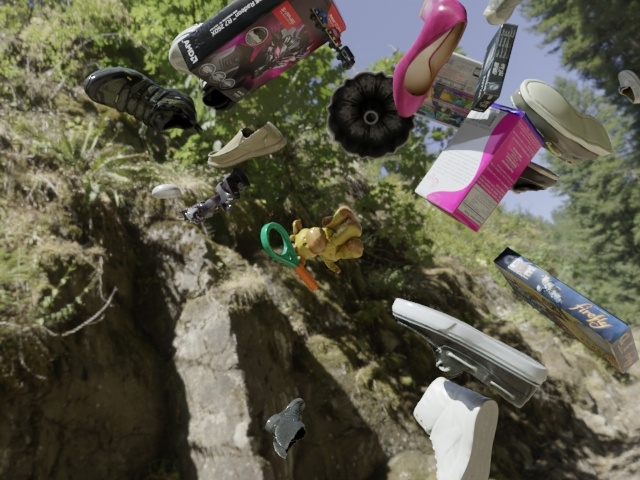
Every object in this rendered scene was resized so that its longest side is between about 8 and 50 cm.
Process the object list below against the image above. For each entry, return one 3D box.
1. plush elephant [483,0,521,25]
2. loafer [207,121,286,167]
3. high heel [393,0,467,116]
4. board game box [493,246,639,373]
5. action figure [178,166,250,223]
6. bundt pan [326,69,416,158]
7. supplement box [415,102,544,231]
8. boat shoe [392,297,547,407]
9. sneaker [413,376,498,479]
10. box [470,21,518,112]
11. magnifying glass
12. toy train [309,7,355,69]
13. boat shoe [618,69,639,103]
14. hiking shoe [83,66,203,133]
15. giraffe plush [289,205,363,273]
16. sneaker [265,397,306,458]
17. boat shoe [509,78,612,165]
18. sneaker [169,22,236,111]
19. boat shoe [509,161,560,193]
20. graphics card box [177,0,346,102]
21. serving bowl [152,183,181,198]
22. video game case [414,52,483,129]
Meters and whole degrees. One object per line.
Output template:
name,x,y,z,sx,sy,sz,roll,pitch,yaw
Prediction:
plush elephant,0.351,-0.640,0.906,0.256,0.271,0.330,-9,3,-15
loafer,-0.233,-0.294,1.326,0.269,0.092,0.102,-13,21,19
high heel,0.201,-0.316,0.801,0.082,0.117,0.244,1,-43,-17
board game box,0.448,0.123,0.801,0.042,0.243,0.165,-46,-48,4
action figure,-0.356,-0.122,1.451,0.285,0.099,0.185,-33,6,37
bundt pan,0.190,-0.477,1.618,0.331,0.124,0.330,4,-55,6
supplement box,0.311,-0.145,0.857,0.114,0.111,0.220,28,-78,-41
boat shoe,0.292,0.236,0.904,0.119,0.335,0.121,-63,-14,2
sneaker,0.286,0.463,0.980,0.108,0.292,0.169,12,2,-33
box,0.206,-0.203,0.517,0.018,0.083,0.067,14,3,6
magnifying glass,-0.076,0.048,1.135,0.026,0.092,0.231,-17,-56,31
toy train,0.027,-0.448,0.953,0.036,0.158,0.027,-34,-1,35
boat shoe,0.669,-0.332,0.942,0.035,0.100,0.035,-13,-33,8
hiking shoe,-0.350,-0.278,0.882,0.227,0.114,0.086,2,-50,-41
giraffe plush,0.000,0.000,1.291,0.171,0.181,0.210,4,-40,-37
sneaker,-0.066,0.444,1.040,0.170,0.089,0.051,-10,-63,-56
boat shoe,0.487,-0.233,0.902,0.305,0.109,0.091,16,-26,-30
sneaker,-0.372,-0.556,1.405,0.448,0.257,0.169,10,-29,30
boat shoe,0.436,-0.153,1.017,0.112,0.335,0.095,20,-72,-10
graphics card box,-0.136,-0.511,1.079,0.371,0.094,0.233,-27,-9,15
serving bowl,-0.460,-0.150,1.296,0.084,0.027,0.083,-9,-8,-1
video game case,0.352,-0.408,1.180,0.202,0.023,0.183,18,-53,-4
